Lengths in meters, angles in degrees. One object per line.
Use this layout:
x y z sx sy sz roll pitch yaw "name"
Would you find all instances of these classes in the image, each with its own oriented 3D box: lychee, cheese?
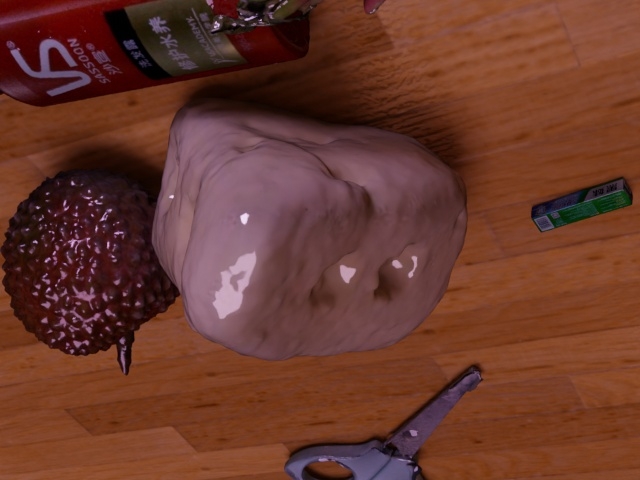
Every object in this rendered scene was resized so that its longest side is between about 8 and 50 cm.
-0.199 0.030 0.938 0.165 0.165 0.197 -15 114 29 "lychee"
0.000 0.002 0.795 0.247 0.251 0.174 9 104 -11 "cheese"

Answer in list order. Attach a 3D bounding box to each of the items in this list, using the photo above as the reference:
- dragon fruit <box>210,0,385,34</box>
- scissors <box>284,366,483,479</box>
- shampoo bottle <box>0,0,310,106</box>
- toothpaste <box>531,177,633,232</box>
0.019 -0.204 0.621 0.236 0.135 0.137 -26 134 15 "dragon fruit"
0.093 0.239 1.199 0.191 0.029 0.360 24 139 -10 "scissors"
-0.168 -0.159 0.782 0.314 0.076 0.118 -6 151 22 "shampoo bottle"
0.218 -0.029 0.872 0.083 0.017 0.020 -19 127 32 "toothpaste"
